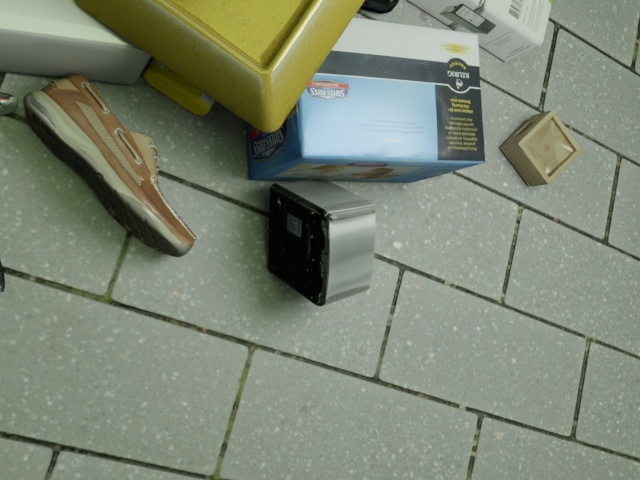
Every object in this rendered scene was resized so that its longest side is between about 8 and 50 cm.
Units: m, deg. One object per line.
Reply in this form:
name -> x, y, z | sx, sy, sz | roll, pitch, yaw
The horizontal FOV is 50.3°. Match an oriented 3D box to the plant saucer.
plant saucer -> -0.109, -0.372, 0.918 | 0.333, 0.081, 0.332 | 34, 87, -9

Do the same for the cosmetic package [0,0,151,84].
cosmetic package -> -0.433, -0.350, 0.960 | 0.366, 0.155, 0.196 | 2, 80, -27

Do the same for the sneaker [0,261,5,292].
sneaker -> -0.524, -0.048, 0.910 | 0.122, 0.110, 0.282 | -18, 92, -24

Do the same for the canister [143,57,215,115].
canister -> -0.198, -0.307, 1.120 | 0.126, 0.073, 0.169 | 32, 72, -20

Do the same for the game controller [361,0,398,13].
game controller -> 0.036, -0.515, 1.230 | 0.319, 0.067, 0.166 | -4, 99, -44

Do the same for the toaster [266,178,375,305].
toaster -> 0.000, 0.000, 1.099 | 0.110, 0.186, 0.167 | -14, 117, -32

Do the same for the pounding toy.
pounding toy -> 0.471, -0.194, 1.438 | 0.141, 0.100, 0.130 | -43, 103, -13

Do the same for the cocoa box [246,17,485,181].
cocoa box -> 0.070, -0.222, 1.153 | 0.347, 0.231, 0.227 | -2, 87, -26

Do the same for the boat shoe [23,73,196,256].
boat shoe -> -0.294, -0.115, 1.026 | 0.324, 0.123, 0.116 | 50, 64, -15

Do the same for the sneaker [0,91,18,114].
sneaker -> -0.513, -0.217, 0.963 | 0.158, 0.061, 0.064 | 2, 74, -28

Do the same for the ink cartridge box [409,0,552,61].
ink cartridge box -> 0.335, -0.526, 1.386 | 0.273, 0.115, 0.198 | 24, 74, -22
